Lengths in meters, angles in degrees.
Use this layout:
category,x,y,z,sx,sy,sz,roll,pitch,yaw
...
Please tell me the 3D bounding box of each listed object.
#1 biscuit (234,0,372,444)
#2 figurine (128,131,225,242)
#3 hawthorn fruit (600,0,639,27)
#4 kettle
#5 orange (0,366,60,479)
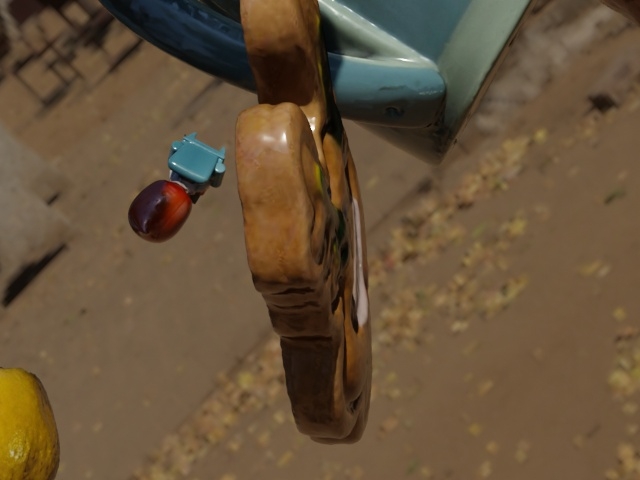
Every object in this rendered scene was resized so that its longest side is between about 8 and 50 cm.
category,x,y,z,sx,sy,sz,roll,pitch,yaw
biscuit,0.000,0.000,0.894,0.047,0.334,0.202,-4,54,5
figurine,-0.158,-0.052,1.752,0.140,0.068,0.075,-56,-4,-29
hawthorn fruit,0.360,-0.295,1.425,0.258,0.258,0.261,-49,27,-14
kettle,-0.012,-0.220,1.159,0.319,0.342,0.247,-58,-3,-44
orange,-0.275,0.154,1.247,0.134,0.156,0.156,-63,20,-8
